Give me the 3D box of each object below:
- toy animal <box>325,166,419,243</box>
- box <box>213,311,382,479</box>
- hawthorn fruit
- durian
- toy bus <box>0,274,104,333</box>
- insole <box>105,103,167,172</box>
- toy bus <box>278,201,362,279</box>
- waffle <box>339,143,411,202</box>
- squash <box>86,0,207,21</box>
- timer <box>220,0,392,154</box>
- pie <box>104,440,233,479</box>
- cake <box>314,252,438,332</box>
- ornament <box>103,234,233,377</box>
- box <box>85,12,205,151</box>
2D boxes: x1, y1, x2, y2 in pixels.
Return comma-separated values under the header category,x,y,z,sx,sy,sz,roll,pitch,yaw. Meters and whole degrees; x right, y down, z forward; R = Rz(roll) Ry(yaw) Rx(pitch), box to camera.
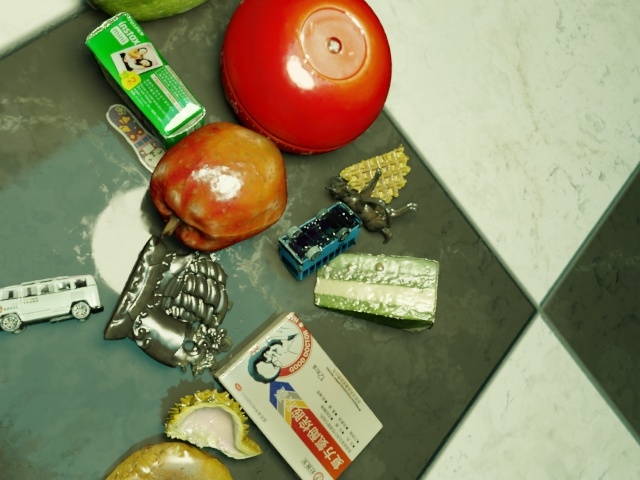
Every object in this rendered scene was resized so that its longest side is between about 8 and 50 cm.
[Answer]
category,x,y,z,sx,sy,sz,roll,pitch,yaw
toy animal,0.123,-0.086,1.188,0.233,0.148,0.084,40,58,-28
box,-0.043,0.360,1.093,0.214,0.069,0.353,-40,98,-23
hawthorn fruit,-0.211,-0.081,0.956,0.254,0.254,0.300,44,50,-13
durian,-0.205,0.374,1.006,0.140,0.078,0.224,-45,114,5
toy bus,-0.509,0.117,0.905,0.194,0.087,0.088,-9,80,-24
insole,-0.377,-0.209,1.046,0.065,0.004,0.197,-43,102,-22
toy bus,0.000,0.000,1.130,0.185,0.106,0.090,-32,62,-24
waffle,0.149,-0.180,1.254,0.161,0.046,0.191,38,70,-16
squash,-0.337,-0.579,0.953,0.310,0.310,0.308,46,70,-12
timer,-0.026,-0.380,1.076,0.379,0.279,0.377,2,86,-24
pie,-0.296,0.523,0.957,0.274,0.069,0.272,1,86,-20
cake,0.137,0.129,1.208,0.284,0.172,0.157,6,72,10
ornament,-0.277,0.141,1.003,0.261,0.106,0.250,25,76,-25
box,-0.340,-0.301,0.981,0.103,0.180,0.250,-41,99,-11
